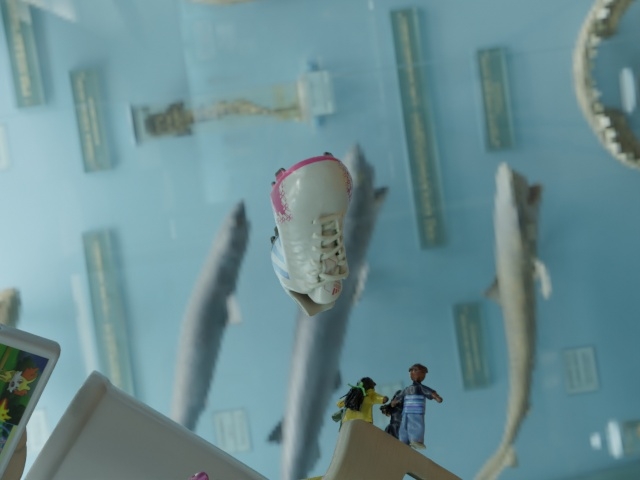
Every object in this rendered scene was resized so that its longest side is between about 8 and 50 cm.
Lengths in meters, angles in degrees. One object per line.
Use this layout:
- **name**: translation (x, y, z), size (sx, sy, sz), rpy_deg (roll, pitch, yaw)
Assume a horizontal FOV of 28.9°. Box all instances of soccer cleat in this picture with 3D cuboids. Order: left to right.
- **soccer cleat**: translation (0.000, 0.000, 1.683), size (0.331, 0.116, 0.143), rpy_deg (99, 150, -67)

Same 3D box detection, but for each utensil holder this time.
- **utensil holder**: translation (-0.301, 0.454, 2.085), size (0.327, 0.385, 0.327), rpy_deg (-59, 3, 5)

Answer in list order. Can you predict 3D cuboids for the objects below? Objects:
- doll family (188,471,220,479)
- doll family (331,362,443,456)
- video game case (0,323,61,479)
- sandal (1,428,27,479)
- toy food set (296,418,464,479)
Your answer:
- **doll family**: translation (-0.071, 0.381, 1.405), size (0.263, 0.118, 0.163), rpy_deg (16, 144, 43)
- **doll family**: translation (0.084, 0.224, 1.627), size (0.076, 0.193, 0.111), rpy_deg (43, -130, -47)
- **video game case**: translation (-0.517, 0.218, 1.500), size (0.329, 0.300, 0.036), rpy_deg (-62, 23, 15)
- **sandal**: translation (-0.527, 0.170, 1.711), size (0.169, 0.102, 0.416), rpy_deg (-8, -110, -61)
- **toy food set**: translation (-0.055, 0.197, 0.897), size (0.220, 0.306, 0.092), rpy_deg (39, -138, -49)
